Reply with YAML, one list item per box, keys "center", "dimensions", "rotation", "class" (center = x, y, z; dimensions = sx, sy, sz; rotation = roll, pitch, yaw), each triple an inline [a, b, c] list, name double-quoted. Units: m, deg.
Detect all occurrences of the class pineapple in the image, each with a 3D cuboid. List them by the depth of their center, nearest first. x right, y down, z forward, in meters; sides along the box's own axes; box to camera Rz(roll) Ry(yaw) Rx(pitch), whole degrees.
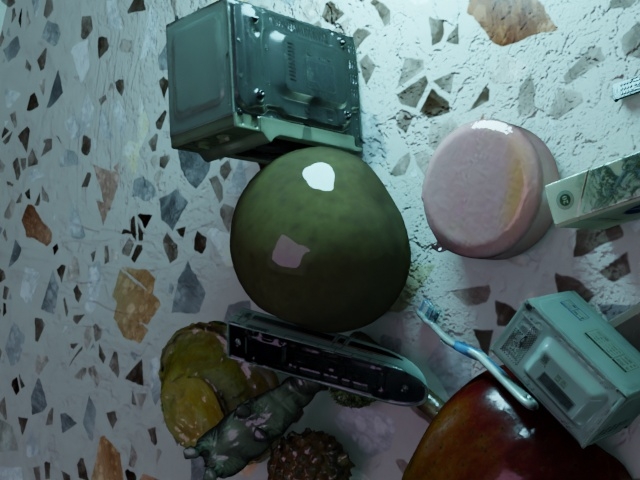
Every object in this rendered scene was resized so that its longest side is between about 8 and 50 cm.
- center: [-0.013, 0.446, 1.699]
  dimensions: [0.193, 0.166, 0.166]
  rotation: [-27, 69, 37]
  class: "pineapple"

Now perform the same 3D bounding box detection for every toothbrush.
- center: [0.253, 0.193, 1.453]
  dimensions: [0.386, 0.040, 0.040]
  rotation: [47, 121, 62]
  class: "toothbrush"

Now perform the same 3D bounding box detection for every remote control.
- center: [0.503, -0.244, 1.347]
  dimensions: [0.091, 0.016, 0.034]
  rotation: [-16, 61, 42]
  class: "remote control"

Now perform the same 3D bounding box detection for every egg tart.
- center: [-0.241, 0.351, 1.872]
  dimensions: [0.345, 0.132, 0.345]
  rotation: [11, 111, 30]
  class: "egg tart"

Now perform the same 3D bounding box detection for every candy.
- center: [0.287, -0.081, 1.489]
  dimensions: [0.255, 0.094, 0.255]
  rotation: [-4, 84, 44]
  class: "candy"

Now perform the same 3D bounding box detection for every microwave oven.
- center: [0.392, 0.194, 1.324]
  dimensions: [0.208, 0.162, 0.122]
  rotation: [49, 127, 32]
  class: "microwave oven"
- center: [-0.098, -0.301, 1.694]
  dimensions: [0.218, 0.355, 0.286]
  rotation: [-9, 80, 43]
  class: "microwave oven"

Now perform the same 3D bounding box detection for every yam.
- center: [0.143, 0.254, 1.638]
  dimensions: [0.264, 0.046, 0.046]
  rotation: [38, 113, 37]
  class: "yam"

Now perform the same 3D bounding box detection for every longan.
- center: [0.000, 0.000, 1.616]
  dimensions: [0.361, 0.361, 0.361]
  rotation: [-4, 84, 44]
  class: "longan"

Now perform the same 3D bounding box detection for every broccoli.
- center: [0.066, 0.287, 1.677]
  dimensions: [0.095, 0.092, 0.097]
  rotation: [-56, 37, 0]
  class: "broccoli"

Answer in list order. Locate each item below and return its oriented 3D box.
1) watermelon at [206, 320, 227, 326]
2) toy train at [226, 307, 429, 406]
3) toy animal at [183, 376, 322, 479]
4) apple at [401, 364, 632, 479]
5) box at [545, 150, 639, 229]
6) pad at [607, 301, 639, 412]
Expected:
- center: [-0.237, 0.234, 1.972]
  dimensions: [0.109, 0.109, 0.109]
  rotation: [-4, 84, 44]
  class: "watermelon"
- center: [0.019, 0.221, 1.623]
  dimensions: [0.407, 0.088, 0.086]
  rotation: [14, 116, 20]
  class: "toy train"
- center: [-0.105, 0.345, 1.694]
  dimensions: [0.343, 0.168, 0.106]
  rotation: [-38, 80, -3]
  class: "toy animal"
- center: [0.307, 0.404, 1.423]
  dimensions: [0.365, 0.295, 0.329]
  rotation: [-47, 20, 30]
  class: "apple"
- center: [0.484, -0.085, 1.252]
  dimensions: [0.256, 0.164, 0.069]
  rotation: [-22, 74, 41]
  class: "box"
- center: [0.555, 0.146, 1.280]
  dimensions: [0.266, 0.002, 0.176]
  rotation: [-42, 60, 34]
  class: "pad"
